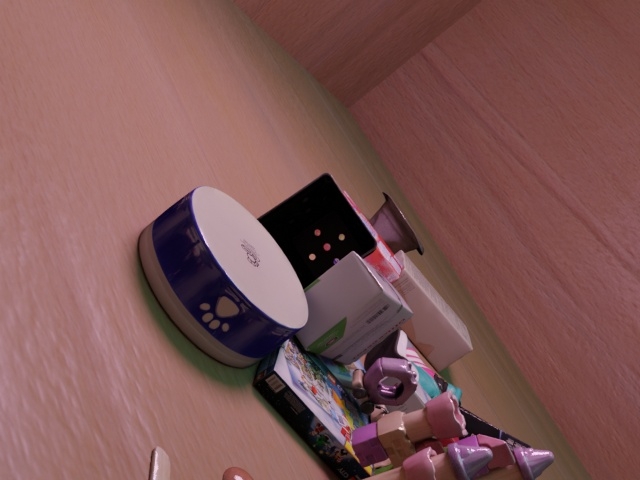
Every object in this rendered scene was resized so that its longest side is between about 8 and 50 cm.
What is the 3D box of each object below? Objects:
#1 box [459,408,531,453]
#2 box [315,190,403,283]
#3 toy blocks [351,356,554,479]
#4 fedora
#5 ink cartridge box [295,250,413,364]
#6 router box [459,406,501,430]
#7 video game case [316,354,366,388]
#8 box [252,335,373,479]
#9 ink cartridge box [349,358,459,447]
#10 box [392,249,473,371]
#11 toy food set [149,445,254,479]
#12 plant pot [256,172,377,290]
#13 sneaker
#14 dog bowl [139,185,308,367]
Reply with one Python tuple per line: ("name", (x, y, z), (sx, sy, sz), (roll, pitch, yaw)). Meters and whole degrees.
("box", (0.313, 0.396, 1.381), (0.147, 0.077, 0.180), (26, -11, 16))
("box", (0.081, 0.014, 1.793), (0.257, 0.123, 0.128), (52, 14, -2))
("toy blocks", (0.213, 0.333, 1.063), (0.288, 0.260, 0.309), (62, 13, -19))
("fedora", (0.232, -0.030, 2.358), (0.243, 0.124, 0.275), (57, 7, 7))
("ink cartridge box", (0.053, 0.124, 1.239), (0.092, 0.160, 0.219), (54, 6, 24))
("router box", (0.333, 0.422, 1.666), (0.133, 0.046, 0.179), (28, -1, 33))
("video game case", (0.007, 0.188, 1.359), (0.212, 0.023, 0.193), (31, 27, -56))
("box", (-0.003, 0.257, 1.126), (0.233, 0.044, 0.159), (50, 15, -11))
("ink cartridge box", (0.141, 0.317, 1.263), (0.175, 0.127, 0.072), (52, 13, -3))
("box", (0.275, 0.194, 1.973), (0.311, 0.121, 0.148), (49, 15, -13))
("toy food set", (-0.080, 0.299, 0.739), (0.218, 0.071, 0.128), (47, 16, -21))
("plant pot", (0.000, 0.000, 1.501), (0.188, 0.187, 0.167), (56, 2, 13))
("sneaker", (0.197, 0.290, 1.455), (0.178, 0.124, 0.295), (44, 10, -12))
("dog bowl", (-0.139, 0.051, 1.072), (0.265, 0.104, 0.265), (48, 15, -18))
